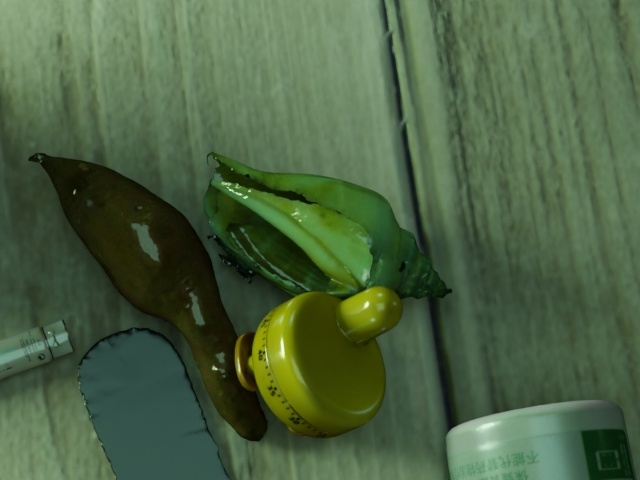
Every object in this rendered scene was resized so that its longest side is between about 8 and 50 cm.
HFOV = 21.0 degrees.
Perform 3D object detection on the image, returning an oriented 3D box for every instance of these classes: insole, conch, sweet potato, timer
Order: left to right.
[{"bbox_3d":[-0.110,0.028,1.271,0.075,0.075,0.269,-37,90,-14],"label":"sweet potato"},{"bbox_3d":[-0.096,0.216,1.257,0.109,0.007,0.322,-20,78,-12],"label":"insole"},{"bbox_3d":[0.003,0.000,1.289,0.201,0.079,0.095,12,79,10],"label":"conch"},{"bbox_3d":[0.007,0.085,1.236,0.107,0.109,0.107,28,48,-36],"label":"timer"}]

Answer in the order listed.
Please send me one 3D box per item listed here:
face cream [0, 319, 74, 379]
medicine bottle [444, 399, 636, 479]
[{"bbox_3d":[-0.239,0.089,1.268,0.115,0.020,0.038,-20,79,-10],"label":"face cream"},{"bbox_3d":[0.173,0.257,1.210,0.133,0.133,0.274,-8,76,-8],"label":"medicine bottle"}]
